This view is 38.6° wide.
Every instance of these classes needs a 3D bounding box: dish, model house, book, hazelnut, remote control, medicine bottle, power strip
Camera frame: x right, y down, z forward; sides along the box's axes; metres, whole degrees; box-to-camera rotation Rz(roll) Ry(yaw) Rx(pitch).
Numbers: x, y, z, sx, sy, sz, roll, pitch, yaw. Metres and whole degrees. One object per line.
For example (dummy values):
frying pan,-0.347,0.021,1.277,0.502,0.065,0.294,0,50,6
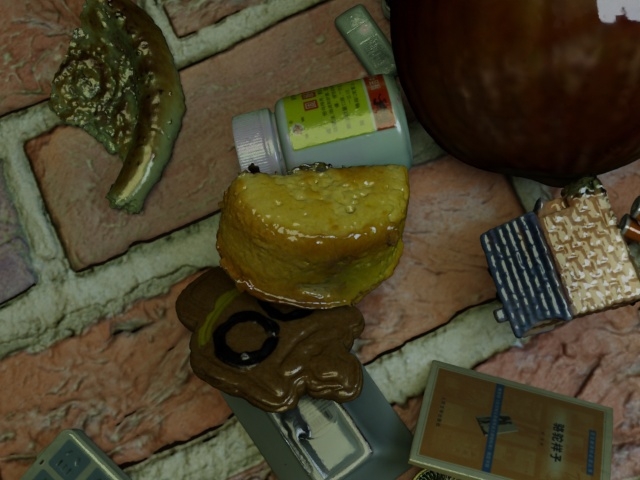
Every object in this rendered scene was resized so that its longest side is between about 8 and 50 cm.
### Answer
dish,-0.005,0.232,1.189,0.182,0.080,0.243,-35,77,-2
model house,0.282,0.036,1.148,0.172,0.183,0.166,-21,77,0
book,0.242,0.244,1.146,0.242,0.018,0.170,14,43,8
hazelnut,0.291,-0.270,1.134,0.421,0.353,0.421,-1,115,-2
remote control,0.071,-0.283,1.315,0.053,0.018,0.124,-33,77,-1
medicine bottle,0.004,-0.135,1.230,0.225,0.139,0.139,-14,78,3
power strip,-0.281,0.370,1.205,0.270,0.046,0.118,41,85,11

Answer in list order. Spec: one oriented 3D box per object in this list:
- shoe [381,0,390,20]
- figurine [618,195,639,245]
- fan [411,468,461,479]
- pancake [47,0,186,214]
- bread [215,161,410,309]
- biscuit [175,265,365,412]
shoe,0.124,-0.416,1.293,0.091,0.106,0.207,0,74,4
figurine,0.511,0.029,1.154,0.271,0.143,0.143,36,84,12
fan,0.181,0.306,1.177,0.155,0.039,0.082,-40,78,-5
pancake,-0.303,-0.221,1.320,0.197,0.054,0.376,-18,77,2
bread,0.004,0.002,1.163,0.261,0.160,0.147,-1,45,-17
biscuit,-0.064,0.118,1.174,0.290,0.041,0.208,28,52,29
